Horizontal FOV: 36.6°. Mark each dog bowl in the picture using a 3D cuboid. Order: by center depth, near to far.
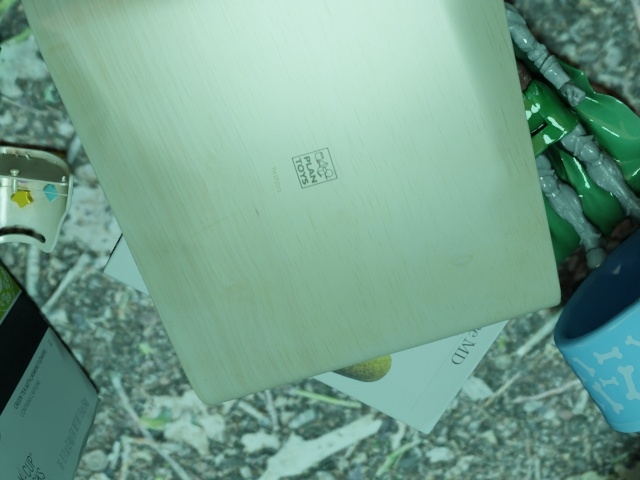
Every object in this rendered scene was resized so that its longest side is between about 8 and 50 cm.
[{"bbox_3d":[0.276,0.008,0.647,0.074,0.166,0.297,43,123,-2],"label":"dog bowl"}]

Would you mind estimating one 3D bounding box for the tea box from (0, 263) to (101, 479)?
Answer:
[{"bbox_3d":[-0.388,0.112,0.650,0.329,0.220,0.323,-29,109,8],"label":"tea box"}]

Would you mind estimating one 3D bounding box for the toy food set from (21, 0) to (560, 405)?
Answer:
[{"bbox_3d":[-0.004,-0.059,0.534,0.219,0.092,0.306,-16,119,5],"label":"toy food set"}]

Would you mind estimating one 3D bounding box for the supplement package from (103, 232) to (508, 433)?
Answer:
[{"bbox_3d":[0.000,0.000,0.666,0.244,0.134,0.139,27,107,-11],"label":"supplement package"}]

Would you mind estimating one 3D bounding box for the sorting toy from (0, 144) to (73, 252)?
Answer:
[{"bbox_3d":[-0.218,-0.026,0.702,0.083,0.045,0.075,8,117,-5],"label":"sorting toy"}]

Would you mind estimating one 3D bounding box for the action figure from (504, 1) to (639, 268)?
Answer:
[{"bbox_3d":[0.145,-0.087,0.682,0.137,0.063,0.232,-39,103,15],"label":"action figure"}]
